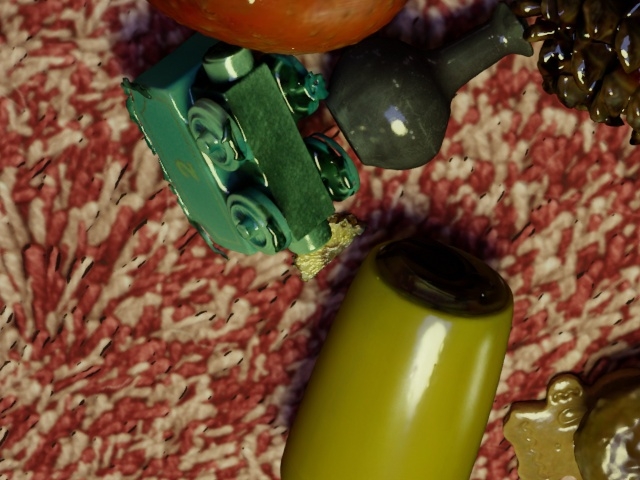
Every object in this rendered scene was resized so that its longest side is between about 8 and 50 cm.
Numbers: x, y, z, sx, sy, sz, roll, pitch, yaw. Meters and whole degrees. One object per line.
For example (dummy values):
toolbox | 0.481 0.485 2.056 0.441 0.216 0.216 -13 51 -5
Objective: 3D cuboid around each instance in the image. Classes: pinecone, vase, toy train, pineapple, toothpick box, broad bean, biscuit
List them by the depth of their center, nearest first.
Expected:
pinecone | 0.296 -0.177 1.493 0.272 0.224 0.224 5 124 25
toy train | -0.067 -0.080 1.575 0.112 0.163 0.203 -38 120 -25
vase | 0.096 -0.140 1.577 0.183 0.120 0.120 -32 117 1
toothpick box | 0.076 0.134 1.700 0.175 0.175 0.271 13 117 -8
pineapple | 0.000 0.000 1.707 0.045 0.019 0.083 36 114 -26
broad bean | 0.349 0.206 1.745 0.228 0.122 0.156 18 117 -24
biscuit | 0.271 0.185 1.814 0.184 0.027 0.133 -7 119 4

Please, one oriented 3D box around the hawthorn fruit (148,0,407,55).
hawthorn fruit | -0.050 -0.279 1.386 0.299 0.275 0.275 5 129 -45
